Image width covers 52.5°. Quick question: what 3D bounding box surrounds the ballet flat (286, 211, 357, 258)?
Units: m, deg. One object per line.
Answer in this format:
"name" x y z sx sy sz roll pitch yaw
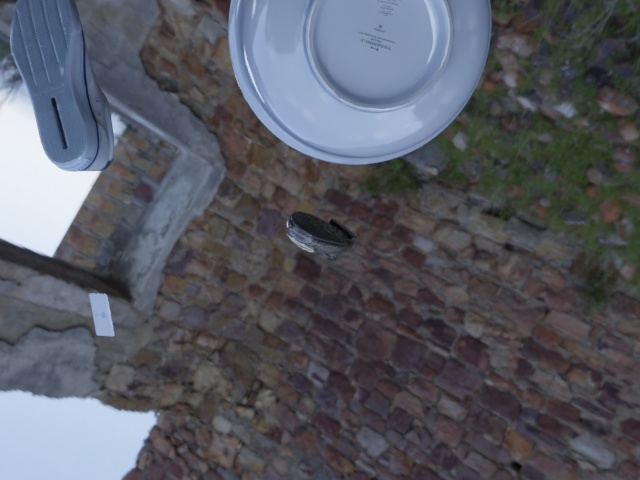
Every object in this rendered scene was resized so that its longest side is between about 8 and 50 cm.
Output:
"ballet flat" 0.000 0.000 0.990 0.084 0.058 0.250 40 -171 10

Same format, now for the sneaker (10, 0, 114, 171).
"sneaker" -0.333 -0.209 0.846 0.094 0.258 0.091 -11 174 8

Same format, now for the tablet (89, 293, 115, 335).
"tablet" -0.419 0.142 1.242 0.054 0.083 0.006 -2 -170 34

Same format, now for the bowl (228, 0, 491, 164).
"bowl" 0.051 -0.211 0.668 0.297 0.298 0.134 30 -166 -14
